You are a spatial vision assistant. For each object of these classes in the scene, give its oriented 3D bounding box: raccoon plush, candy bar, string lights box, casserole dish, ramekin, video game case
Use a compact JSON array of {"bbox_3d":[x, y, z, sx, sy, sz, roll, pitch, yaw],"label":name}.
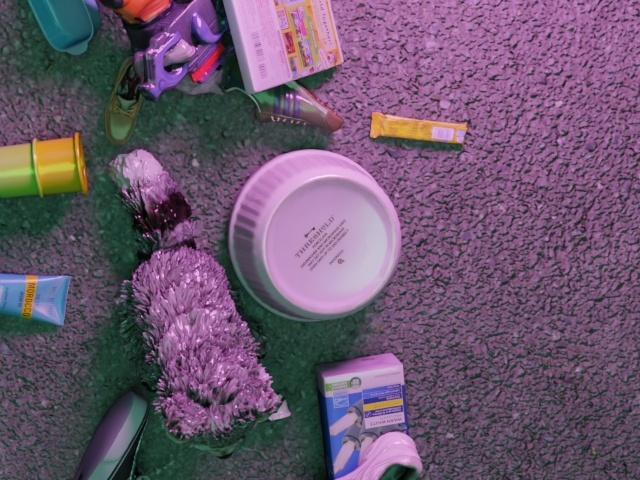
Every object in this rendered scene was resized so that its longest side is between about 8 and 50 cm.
[{"bbox_3d":[-0.219,0.106,1.761,0.216,0.299,0.446,-32,104,-4],"label":"raccoon plush"},{"bbox_3d":[0.158,-0.175,1.928,0.162,0.018,0.040,5,102,-12],"label":"candy bar"},{"bbox_3d":[0.073,0.324,1.970,0.133,0.077,0.259,-9,102,-10],"label":"string lights box"},{"bbox_3d":[-0.377,-0.361,1.756,0.037,0.114,0.188,-36,107,-44],"label":"casserole dish"},{"bbox_3d":[0.000,0.000,1.860,0.273,0.127,0.272,-2,98,-16],"label":"ramekin"},{"bbox_3d":[-0.062,-0.348,1.791,0.206,0.026,0.226,-26,107,-45],"label":"video game case"}]

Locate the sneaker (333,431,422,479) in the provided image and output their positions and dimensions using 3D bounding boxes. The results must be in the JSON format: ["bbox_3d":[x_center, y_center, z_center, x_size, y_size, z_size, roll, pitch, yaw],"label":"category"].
[{"bbox_3d":[0.069,0.402,1.882,0.090,0.115,0.232,39,91,-16],"label":"sneaker"}]

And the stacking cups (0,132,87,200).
[{"bbox_3d":[-0.506,-0.090,1.787,0.316,0.096,0.096,-9,101,-5],"label":"stacking cups"}]

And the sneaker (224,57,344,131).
[{"bbox_3d":[-0.062,-0.210,1.861,0.192,0.064,0.086,37,99,-14],"label":"sneaker"}]

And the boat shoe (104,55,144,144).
[{"bbox_3d":[-0.293,-0.209,1.821,0.050,0.045,0.135,9,98,-12],"label":"boat shoe"}]

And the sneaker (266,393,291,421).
[{"bbox_3d":[-0.104,0.274,1.952,0.109,0.040,0.043,-12,86,-12],"label":"sneaker"}]

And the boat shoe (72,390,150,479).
[{"bbox_3d":[-0.320,0.380,1.888,0.105,0.113,0.306,23,98,-20],"label":"boat shoe"}]

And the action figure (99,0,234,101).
[{"bbox_3d":[-0.218,-0.365,1.767,0.341,0.179,0.330,-46,123,-34],"label":"action figure"}]

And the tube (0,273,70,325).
[{"bbox_3d":[-0.487,0.080,1.839,0.207,0.052,0.080,8,108,-18],"label":"tube"}]
